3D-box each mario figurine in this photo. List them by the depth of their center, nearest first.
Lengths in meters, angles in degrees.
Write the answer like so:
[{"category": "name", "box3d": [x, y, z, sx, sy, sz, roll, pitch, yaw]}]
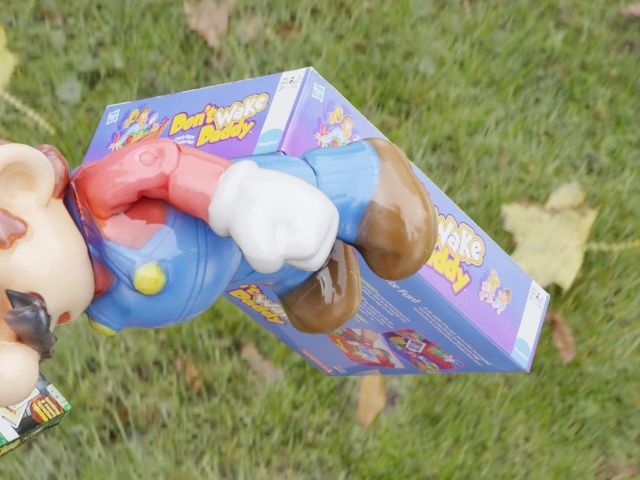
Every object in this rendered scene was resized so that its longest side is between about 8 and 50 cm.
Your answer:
[{"category": "mario figurine", "box3d": [-0.101, 0.030, 0.847, 0.321, 0.198, 0.170, -3, 32, -31]}]

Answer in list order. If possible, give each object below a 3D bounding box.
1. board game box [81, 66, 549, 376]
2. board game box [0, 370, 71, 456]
[{"category": "board game box", "box3d": [0.000, 0.000, 1.428, 0.233, 0.347, 0.078, -5, 56, 41]}, {"category": "board game box", "box3d": [-0.353, 0.086, 1.533, 0.259, 0.030, 0.136, 47, 39, 10]}]
